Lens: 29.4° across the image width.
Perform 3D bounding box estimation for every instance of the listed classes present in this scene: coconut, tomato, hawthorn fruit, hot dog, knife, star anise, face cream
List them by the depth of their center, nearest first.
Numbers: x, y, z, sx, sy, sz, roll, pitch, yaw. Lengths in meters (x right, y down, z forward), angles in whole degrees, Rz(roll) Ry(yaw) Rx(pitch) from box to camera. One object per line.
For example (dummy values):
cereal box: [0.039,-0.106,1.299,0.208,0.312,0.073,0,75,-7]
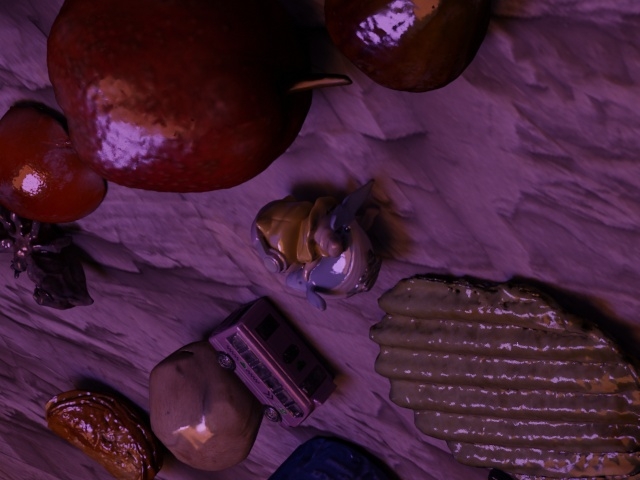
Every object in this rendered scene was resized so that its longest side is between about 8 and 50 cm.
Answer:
hawthorn fruit: [-0.136,-0.192,1.415,0.369,0.284,0.284,8,134,24]
knife: [0.302,0.387,1.838,0.121,0.018,0.031,36,146,3]
tomato: [-0.445,-0.094,1.917,0.199,0.112,0.228,28,145,13]
coconut: [-0.182,0.255,1.989,0.224,0.224,0.224,24,141,21]
face cream: [-0.002,0.481,2.034,0.249,0.225,0.249,27,143,22]
star anise: [-0.491,0.028,2.088,0.257,0.110,0.198,49,144,-2]
hot dog: [-0.416,0.380,2.395,0.259,0.114,0.175,40,149,3]

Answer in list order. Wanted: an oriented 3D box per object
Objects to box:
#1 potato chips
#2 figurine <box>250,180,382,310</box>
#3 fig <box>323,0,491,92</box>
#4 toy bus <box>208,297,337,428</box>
potato chips: [0.258,0.199,1.639,0.429,0.070,0.358,0,125,41]
figurine: [0.000,0.000,1.611,0.184,0.128,0.208,38,136,7]
fig: [0.106,-0.253,1.209,0.170,0.145,0.274,41,159,-2]
toy bus: [-0.070,0.190,1.895,0.199,0.096,0.108,50,138,-8]
